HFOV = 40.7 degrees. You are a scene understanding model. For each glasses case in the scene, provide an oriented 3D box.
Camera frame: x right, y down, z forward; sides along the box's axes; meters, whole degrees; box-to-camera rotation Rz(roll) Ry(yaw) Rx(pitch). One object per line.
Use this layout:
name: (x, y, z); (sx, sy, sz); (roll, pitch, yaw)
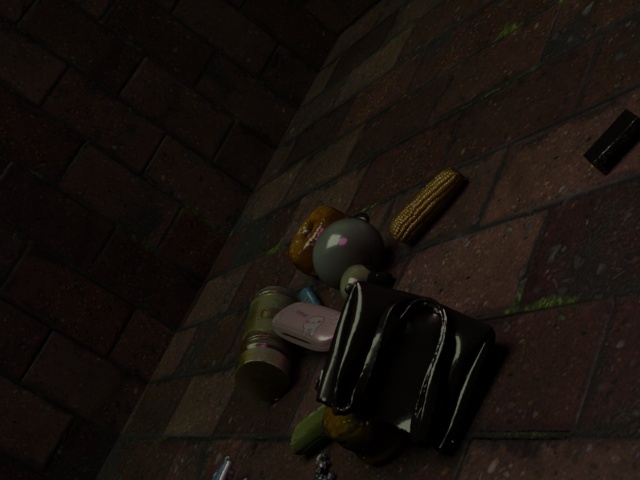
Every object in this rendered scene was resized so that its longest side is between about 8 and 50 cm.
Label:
glasses case: (-0.021, 0.219, 2.213); (0.113, 0.075, 0.296); (-35, 22, -25)

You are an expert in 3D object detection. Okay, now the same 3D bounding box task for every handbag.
handbag: (0.149, 0.227, 1.558); (0.113, 0.285, 0.257); (56, -125, -68)

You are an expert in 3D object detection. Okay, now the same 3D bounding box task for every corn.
corn: (0.259, -0.087, 2.115); (0.231, 0.080, 0.080); (-50, 18, 19)

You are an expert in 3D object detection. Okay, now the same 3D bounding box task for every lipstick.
lipstick: (-0.023, 0.178, 2.426); (0.048, 0.048, 0.158); (-54, 18, 6)

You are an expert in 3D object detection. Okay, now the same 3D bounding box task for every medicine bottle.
medicine bottle: (-0.141, 0.277, 2.387); (0.151, 0.151, 0.322); (-45, 20, 30)

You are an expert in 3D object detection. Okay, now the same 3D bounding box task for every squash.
squash: (0.006, 0.404, 1.911); (0.239, 0.069, 0.069); (-44, 21, 30)

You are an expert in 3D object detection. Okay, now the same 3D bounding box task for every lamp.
lamp: (0.081, 0.056, 2.191); (0.198, 0.197, 0.244); (-47, 42, 25)

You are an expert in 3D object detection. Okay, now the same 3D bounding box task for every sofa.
sofa: (0.548, -0.183, 1.596); (0.118, 0.039, 0.060); (-51, 17, 17)

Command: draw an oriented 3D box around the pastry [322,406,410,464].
pastry: (0.107, 0.313, 1.706); (0.235, 0.132, 0.240); (-61, 19, -15)

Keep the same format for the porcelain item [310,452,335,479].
porcelain item: (0.006, 0.504, 1.813); (0.075, 0.021, 0.136); (-33, 28, 42)

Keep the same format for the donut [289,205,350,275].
donut: (-0.001, 0.001, 2.584); (0.227, 0.113, 0.227); (-50, 17, 22)

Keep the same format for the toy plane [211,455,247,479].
toy plane: (-0.260, 0.652, 2.085); (0.267, 0.122, 0.267); (-51, 16, 21)
